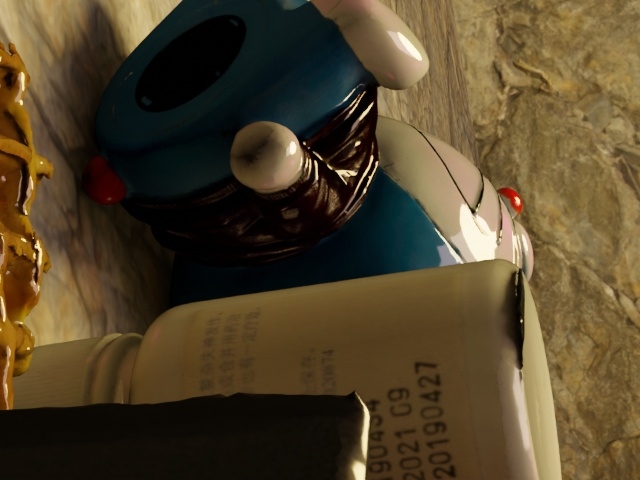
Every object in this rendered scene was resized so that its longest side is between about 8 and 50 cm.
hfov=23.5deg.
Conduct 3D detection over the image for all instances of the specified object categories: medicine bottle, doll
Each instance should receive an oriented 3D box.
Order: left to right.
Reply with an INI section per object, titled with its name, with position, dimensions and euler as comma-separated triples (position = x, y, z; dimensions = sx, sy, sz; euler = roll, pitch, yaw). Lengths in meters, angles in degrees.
[medicine bottle]
position = -0.020, 0.094, 0.742
dimensions = 0.143, 0.258, 0.143
euler = -7, 90, -77
[doll]
position = 0.000, 0.000, 0.970
dimensions = 0.310, 0.240, 0.284
euler = 53, 0, -34

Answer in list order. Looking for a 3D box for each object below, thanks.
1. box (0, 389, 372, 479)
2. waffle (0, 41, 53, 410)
[box]
position = -0.101, 0.223, 0.300
dimensions = 0.345, 0.251, 0.204
euler = -82, 163, -50
[waffle]
position = -0.175, -0.027, 0.595
dimensions = 0.293, 0.069, 0.259
euler = -87, 165, -50
